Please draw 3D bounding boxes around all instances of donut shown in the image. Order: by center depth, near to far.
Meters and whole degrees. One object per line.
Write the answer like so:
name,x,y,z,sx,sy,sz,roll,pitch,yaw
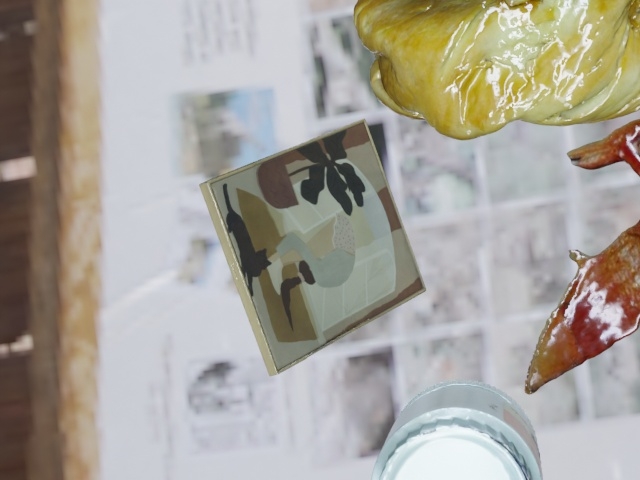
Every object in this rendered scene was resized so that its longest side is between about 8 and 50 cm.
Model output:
donut,0.215,-0.226,2.080,0.360,0.360,0.170,-67,143,-59

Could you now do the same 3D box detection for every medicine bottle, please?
medicine bottle,0.132,0.224,1.866,0.318,0.158,0.158,-13,94,-84

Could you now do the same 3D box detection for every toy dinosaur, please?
toy dinosaur,0.277,-0.030,1.549,0.113,0.327,0.207,-2,69,-45

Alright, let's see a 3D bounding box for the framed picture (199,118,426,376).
framed picture,0.000,0.000,1.369,0.201,0.010,0.136,-25,96,-53
